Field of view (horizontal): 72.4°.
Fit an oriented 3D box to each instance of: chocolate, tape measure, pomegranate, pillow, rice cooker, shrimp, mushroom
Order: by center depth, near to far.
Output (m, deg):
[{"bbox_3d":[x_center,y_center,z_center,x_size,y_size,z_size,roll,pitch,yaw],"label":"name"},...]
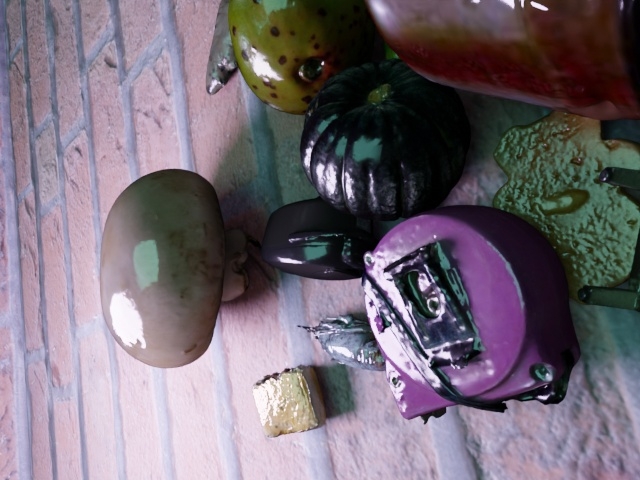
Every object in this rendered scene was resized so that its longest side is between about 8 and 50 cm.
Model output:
[{"bbox_3d":[0.191,-0.289,0.381,0.331,0.383,0.384,16,98,41],"label":"chocolate"},{"bbox_3d":[0.161,0.083,0.510,0.231,0.149,0.245,-40,67,46],"label":"tape measure"},{"bbox_3d":[0.001,0.000,0.669,0.203,0.142,0.119,-5,73,36],"label":"rice cooker"},{"bbox_3d":[-0.013,-0.326,0.676,0.230,0.231,0.286,-21,31,37],"label":"pomegranate"},{"bbox_3d":[0.036,0.149,0.677,0.232,0.079,0.090,2,128,45],"label":"shrimp"},{"bbox_3d":[-0.244,0.050,0.817,0.362,0.294,0.363,-179,90,-69],"label":"mushroom"},{"bbox_3d":[-0.184,-0.417,0.895,0.093,0.051,0.241,22,100,38],"label":"pillow"}]

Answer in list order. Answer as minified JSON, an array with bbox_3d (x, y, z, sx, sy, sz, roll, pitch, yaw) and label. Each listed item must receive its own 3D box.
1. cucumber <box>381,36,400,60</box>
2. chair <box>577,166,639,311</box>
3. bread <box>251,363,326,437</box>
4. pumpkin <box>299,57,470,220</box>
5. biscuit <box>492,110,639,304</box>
[{"bbox_3d":[0.107,-0.336,0.647,0.056,0.056,0.250,-19,79,38],"label":"cucumber"},{"bbox_3d":[0.391,0.017,0.364,0.270,0.147,0.137,6,96,-4],"label":"chair"},{"bbox_3d":[-0.050,0.269,0.740,0.125,0.082,0.106,-25,83,26],"label":"bread"},{"bbox_3d":[0.080,-0.129,0.566,0.220,0.162,0.221,-7,51,8],"label":"pumpkin"},{"bbox_3d":[0.286,-0.042,0.498,0.166,0.036,0.226,-27,74,40],"label":"biscuit"}]
